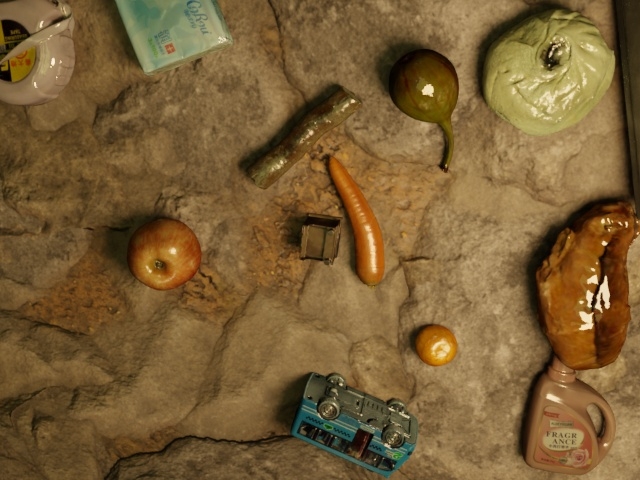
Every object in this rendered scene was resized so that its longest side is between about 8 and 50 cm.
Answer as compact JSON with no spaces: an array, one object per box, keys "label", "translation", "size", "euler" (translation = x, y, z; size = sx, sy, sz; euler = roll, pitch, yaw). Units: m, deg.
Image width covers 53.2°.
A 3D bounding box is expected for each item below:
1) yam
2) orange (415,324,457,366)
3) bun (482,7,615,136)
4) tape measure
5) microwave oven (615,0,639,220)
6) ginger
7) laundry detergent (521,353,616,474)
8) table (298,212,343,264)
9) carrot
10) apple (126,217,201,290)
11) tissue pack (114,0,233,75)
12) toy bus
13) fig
[{"label":"yam","translation":[-0.033,-0.194,1.198],"size":[0.252,0.061,0.061],"euler":[-39,97,14]},{"label":"orange","translation":[0.229,0.209,1.268],"size":[0.083,0.070,0.083],"euler":[-1,100,-5]},{"label":"bun","translation":[0.388,-0.284,1.097],"size":[0.221,0.108,0.222],"euler":[2,106,6]},{"label":"tape measure","translation":[-0.558,-0.350,1.187],"size":[0.235,0.120,0.197],"euler":[-2,99,12]},{"label":"microwave oven","translation":[0.638,-0.238,0.939],"size":[0.236,0.374,0.433],"euler":[-11,100,0]},{"label":"ginger","translation":[0.482,0.085,1.157],"size":[0.172,0.165,0.322],"euler":[2,103,-21]},{"label":"laundry detergent","translation":[0.502,0.345,1.271],"size":[0.171,0.076,0.237],"euler":[8,104,4]},{"label":"table","translation":[0.000,0.000,1.233],"size":[0.070,0.082,0.083],"euler":[9,106,5]},{"label":"carrot","translation":[0.078,-0.036,1.231],"size":[0.066,0.062,0.271],"euler":[0,107,53]},{"label":"apple","translation":[-0.307,0.027,1.253],"size":[0.146,0.131,0.147],"euler":[0,107,1]},{"label":"tissue pack","translation":[-0.286,-0.449,1.145],"size":[0.177,0.089,0.264],"euler":[-19,103,9]},{"label":"toy bus","translation":[0.069,0.378,1.310],"size":[0.246,0.113,0.134],"euler":[23,111,2]},{"label":"fig","translation":[0.204,-0.225,1.144],"size":[0.124,0.124,0.236],"euler":[-22,116,12]}]
